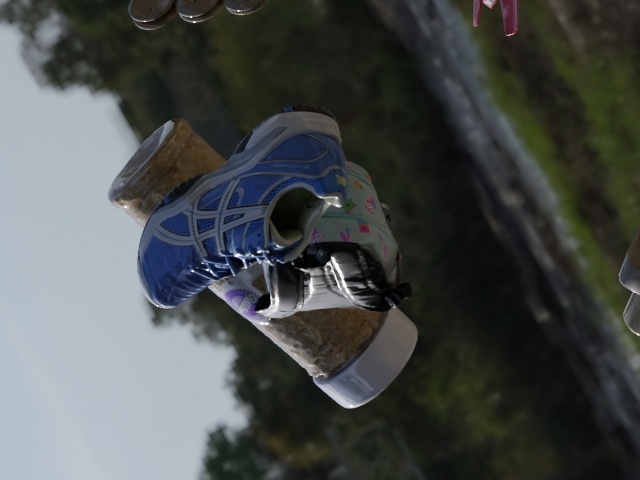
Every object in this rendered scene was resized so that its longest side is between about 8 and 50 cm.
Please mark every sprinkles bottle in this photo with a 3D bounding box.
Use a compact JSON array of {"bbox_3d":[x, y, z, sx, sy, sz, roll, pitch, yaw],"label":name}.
[{"bbox_3d":[-0.059,0.026,2.016,0.355,0.121,0.121,42,-175,-15],"label":"sprinkles bottle"}]

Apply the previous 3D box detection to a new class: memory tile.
[{"bbox_3d":[-0.080,-0.218,1.401,0.012,0.113,0.148,61,-149,-47],"label":"memory tile"}]

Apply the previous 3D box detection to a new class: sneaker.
[{"bbox_3d":[-0.062,-0.012,1.433,0.080,0.211,0.081,20,-142,-42],"label":"sneaker"}]

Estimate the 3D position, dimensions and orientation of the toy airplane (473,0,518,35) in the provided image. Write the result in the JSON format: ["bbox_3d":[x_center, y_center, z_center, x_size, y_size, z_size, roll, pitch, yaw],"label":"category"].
[{"bbox_3d":[0.173,-0.264,1.862,0.151,0.028,0.151,-177,90,-82],"label":"toy airplane"}]

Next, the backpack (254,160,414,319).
[{"bbox_3d":[0.000,0.000,1.760,0.182,0.152,0.115,69,-168,-69],"label":"backpack"}]

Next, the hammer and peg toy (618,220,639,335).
[{"bbox_3d":[0.357,0.039,1.396,0.361,0.266,0.127,-59,-11,-50],"label":"hammer and peg toy"}]
